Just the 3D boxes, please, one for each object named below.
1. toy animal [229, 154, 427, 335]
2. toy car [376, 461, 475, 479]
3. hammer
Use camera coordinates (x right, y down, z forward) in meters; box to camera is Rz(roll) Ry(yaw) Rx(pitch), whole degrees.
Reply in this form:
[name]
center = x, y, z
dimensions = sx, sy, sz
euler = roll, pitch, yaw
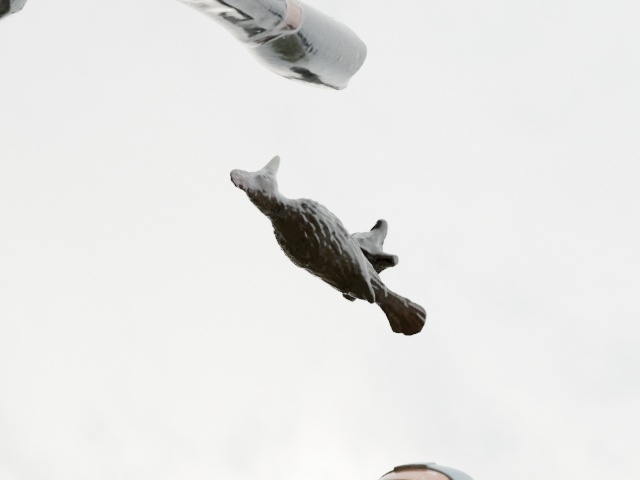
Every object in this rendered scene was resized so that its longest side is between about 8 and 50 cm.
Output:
[toy animal]
center = 0.002, -0.002, 0.979
dimensions = 0.070, 0.105, 0.202
euler = -43, -61, 14
[toy car]
center = 0.117, 0.415, 1.475
dimensions = 0.180, 0.212, 0.271
euler = -15, -92, 44
[hammer]
center = -0.034, -0.118, 0.583
dimensions = 0.137, 0.290, 0.037
euler = -24, -102, 18
